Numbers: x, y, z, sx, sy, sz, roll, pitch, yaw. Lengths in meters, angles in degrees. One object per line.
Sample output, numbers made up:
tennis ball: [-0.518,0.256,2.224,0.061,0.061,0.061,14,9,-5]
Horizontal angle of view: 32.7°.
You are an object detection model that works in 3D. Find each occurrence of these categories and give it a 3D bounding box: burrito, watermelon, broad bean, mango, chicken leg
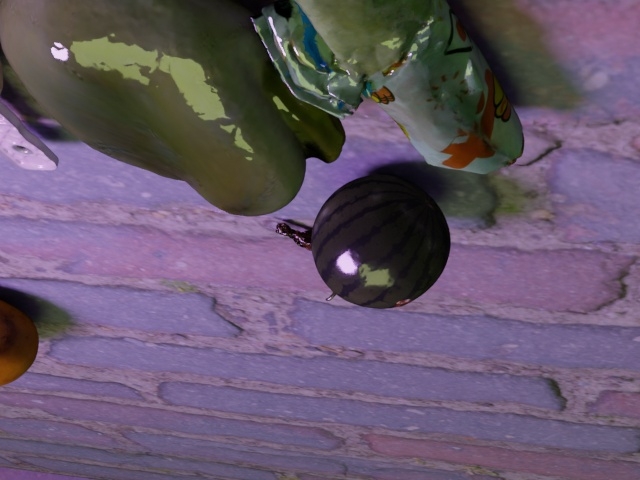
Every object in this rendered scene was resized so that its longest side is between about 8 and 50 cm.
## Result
burrito: [0.029,-0.108,0.628,0.104,0.054,0.288,-25,145,18]
watermelon: [0.039,0.008,0.855,0.105,0.105,0.133,21,135,-26]
broad bean: [-0.091,-0.096,0.683,0.228,0.100,0.169,15,150,-9]
mango: [-0.419,0.130,1.342,0.145,0.112,0.219,9,162,-7]
chicken leg: [0.001,0.001,0.975,0.083,0.021,0.036,12,168,7]

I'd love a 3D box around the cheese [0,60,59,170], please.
cheese: [-0.264,-0.110,0.775,0.127,0.050,0.255,2,157,17]
